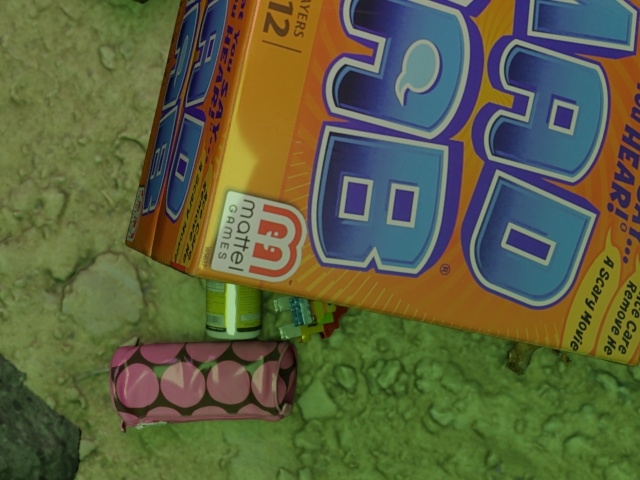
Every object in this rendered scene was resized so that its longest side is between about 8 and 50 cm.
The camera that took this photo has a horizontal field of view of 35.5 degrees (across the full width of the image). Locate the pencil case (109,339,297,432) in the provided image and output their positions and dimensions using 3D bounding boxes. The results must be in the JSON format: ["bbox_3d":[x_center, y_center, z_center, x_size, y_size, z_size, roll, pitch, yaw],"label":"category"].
[{"bbox_3d":[-0.130,0.165,1.138,0.209,0.095,0.098,-5,64,10],"label":"pencil case"}]

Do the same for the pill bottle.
[{"bbox_3d":[-0.097,0.050,1.134,0.065,0.065,0.116,3,96,8],"label":"pill bottle"}]

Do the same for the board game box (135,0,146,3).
[{"bbox_3d":[-0.193,-0.446,1.063,0.232,0.141,0.291,-31,90,10],"label":"board game box"}]

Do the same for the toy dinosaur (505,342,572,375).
[{"bbox_3d":[0.273,0.064,1.080,0.112,0.064,0.212,27,98,6],"label":"toy dinosaur"}]

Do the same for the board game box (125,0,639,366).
[{"bbox_3d":[0.062,-0.121,0.869,0.356,0.356,0.356,13,89,-18],"label":"board game box"}]

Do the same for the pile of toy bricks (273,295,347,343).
[{"bbox_3d":[0.000,0.000,1.106,0.105,0.118,0.212,-10,84,-23],"label":"pile of toy bricks"}]
